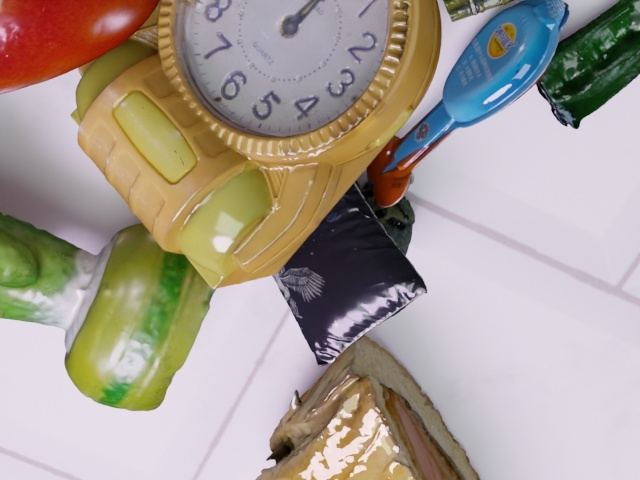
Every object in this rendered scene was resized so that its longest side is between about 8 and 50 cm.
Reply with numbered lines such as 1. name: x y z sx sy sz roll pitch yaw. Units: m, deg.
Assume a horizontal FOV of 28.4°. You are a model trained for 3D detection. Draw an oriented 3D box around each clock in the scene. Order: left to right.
1. clock: -0.040 -0.143 1.070 0.317 0.200 0.244 -46 77 16

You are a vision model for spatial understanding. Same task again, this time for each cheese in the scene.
1. cheese: 0.128 -0.126 1.138 0.037 0.106 0.256 28 123 -30

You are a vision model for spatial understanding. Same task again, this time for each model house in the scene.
1. model house: 0.053 -0.005 1.219 0.066 0.083 0.079 36 117 -14

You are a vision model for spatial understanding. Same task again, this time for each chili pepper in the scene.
1. chili pepper: 0.294 -0.188 1.119 0.227 0.059 0.088 -33 140 13

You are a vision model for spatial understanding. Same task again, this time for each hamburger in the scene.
1. hamburger: 0.036 0.262 1.328 0.209 0.162 0.330 -22 118 18

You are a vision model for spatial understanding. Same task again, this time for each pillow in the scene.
1. pillow: 0.000 0.000 1.182 0.141 0.055 0.208 -40 65 26

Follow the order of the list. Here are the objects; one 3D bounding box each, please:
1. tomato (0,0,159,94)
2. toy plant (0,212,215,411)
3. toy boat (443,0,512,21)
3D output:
1. tomato: -0.280 -0.257 0.969 0.325 0.290 0.293 -15 102 19
2. toy plant: -0.270 0.032 1.205 0.315 0.224 0.185 24 85 -12
3. toy boat: 0.160 -0.239 1.117 0.115 0.016 0.063 -18 116 14
